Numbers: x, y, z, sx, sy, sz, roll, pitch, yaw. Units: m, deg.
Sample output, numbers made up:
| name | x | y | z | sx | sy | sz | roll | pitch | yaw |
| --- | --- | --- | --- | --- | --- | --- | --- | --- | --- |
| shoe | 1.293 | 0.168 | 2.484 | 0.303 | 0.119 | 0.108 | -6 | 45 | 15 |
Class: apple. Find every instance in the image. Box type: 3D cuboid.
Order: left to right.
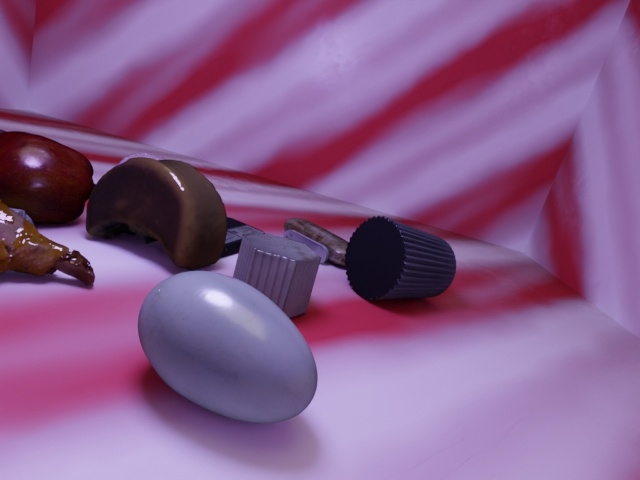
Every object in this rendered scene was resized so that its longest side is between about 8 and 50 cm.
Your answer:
| name | x | y | z | sx | sy | sz | roll | pitch | yaw |
| --- | --- | --- | --- | --- | --- | --- | --- | --- | --- |
| apple | -0.896 | -0.192 | 1.357 | 0.288 | 0.288 | 0.317 | 29 | 11 | 40 |

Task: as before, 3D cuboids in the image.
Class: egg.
| name | x | y | z | sx | sy | sz | roll | pitch | yaw |
| --- | --- | --- | --- | --- | --- | --- | --- | --- | --- |
| egg | -0.171 | 0.194 | 0.804 | 0.371 | 0.230 | 0.230 | 27 | 18 | 17 |

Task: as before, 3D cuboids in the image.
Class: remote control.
| name | x | y | z | sx | sy | sz | roll | pitch | yaw |
| --- | --- | --- | --- | --- | --- | --- | --- | --- | --- |
| remote control | -0.063 | 0.022 | 1.797 | 0.245 | 0.077 | 0.022 | 27 | 21 | 35 |

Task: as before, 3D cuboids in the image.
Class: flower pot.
| name | x | y | z | sx | sy | sz | roll | pitch | yaw |
| --- | --- | --- | --- | --- | --- | --- | --- | --- | --- |
| flower pot | -0.133 | 0.099 | 1.247 | 0.209 | 0.190 | 0.239 | 24 | 17 | 31 |

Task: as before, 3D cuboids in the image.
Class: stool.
| name | x | y | z | sx | sy | sz | roll | pitch | yaw |
| --- | --- | --- | --- | --- | --- | --- | --- | --- | --- |
| stool | 0.307 | 0.080 | 1.602 | 0.330 | 0.297 | 0.297 | 10 | 16 | -38 |

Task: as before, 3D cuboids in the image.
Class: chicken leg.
| name | x | y | z | sx | sy | sz | roll | pitch | yaw |
| --- | --- | --- | --- | --- | --- | --- | --- | --- | --- |
| chicken leg | -0.737 | 0.038 | 0.988 | 0.409 | 0.182 | 0.295 | 27 | 20 | -23 |

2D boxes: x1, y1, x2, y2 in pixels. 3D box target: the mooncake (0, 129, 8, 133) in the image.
| name | x | y | z | sx | sy | sz | roll | pitch | yaw |
| --- | --- | --- | --- | --- | --- | --- | --- | --- | --- |
| mooncake | -1.359 | -0.365 | 1.720 | 0.306 | 0.154 | 0.306 | 14 | 18 | -5 |

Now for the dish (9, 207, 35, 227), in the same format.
| name | x | y | z | sx | sy | sz | roll | pitch | yaw |
| --- | --- | --- | --- | --- | --- | --- | --- | --- | --- |
| dish | -0.865 | -0.033 | 1.182 | 0.151 | 0.077 | 0.212 | 5 | 19 | -34 |

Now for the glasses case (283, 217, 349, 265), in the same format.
| name | x | y | z | sx | sy | sz | roll | pitch | yaw |
| --- | --- | --- | --- | --- | --- | --- | --- | --- | --- |
| glasses case | 0.000 | 0.000 | 1.900 | 0.156 | 0.098 | 0.425 | 4 | 19 | -44 |

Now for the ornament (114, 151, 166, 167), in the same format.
| name | x | y | z | sx | sy | sz | roll | pitch | yaw |
| --- | --- | --- | --- | --- | --- | --- | --- | --- | --- |
| ornament | -0.676 | -0.214 | 1.695 | 0.259 | 0.259 | 0.225 | 23 | -2 | 23 |

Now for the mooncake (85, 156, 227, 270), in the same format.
| name | x | y | z | sx | sy | sz | roll | pitch | yaw |
| --- | --- | --- | --- | --- | --- | --- | --- | --- | --- |
| mooncake | -0.503 | -0.062 | 1.379 | 0.394 | 0.393 | 0.246 | 59 | 23 | 3 |

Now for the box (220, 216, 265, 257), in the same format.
| name | x | y | z | sx | sy | sz | roll | pitch | yaw |
| --- | --- | --- | --- | --- | --- | --- | --- | --- | --- |
| box | -0.377 | -0.016 | 1.661 | 0.211 | 0.058 | 0.350 | 23 | 16 | 19 |

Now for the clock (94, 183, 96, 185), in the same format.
| name | x | y | z | sx | sy | sz | roll | pitch | yaw |
| --- | --- | --- | --- | --- | --- | --- | --- | --- | --- |
| clock | -0.997 | -0.215 | 1.757 | 0.184 | 0.040 | 0.184 | 15 | 15 | -4 |
